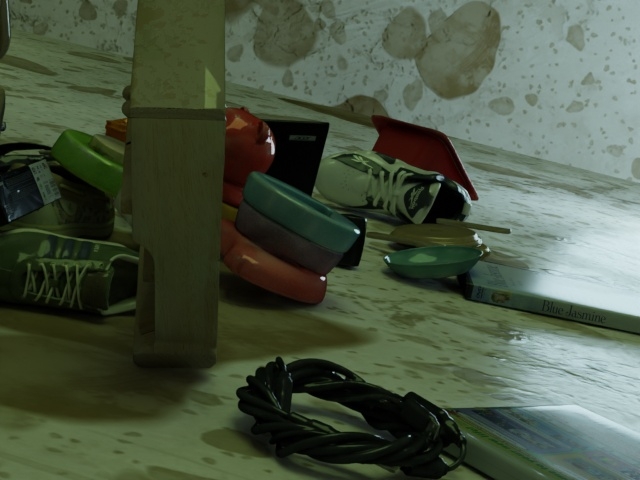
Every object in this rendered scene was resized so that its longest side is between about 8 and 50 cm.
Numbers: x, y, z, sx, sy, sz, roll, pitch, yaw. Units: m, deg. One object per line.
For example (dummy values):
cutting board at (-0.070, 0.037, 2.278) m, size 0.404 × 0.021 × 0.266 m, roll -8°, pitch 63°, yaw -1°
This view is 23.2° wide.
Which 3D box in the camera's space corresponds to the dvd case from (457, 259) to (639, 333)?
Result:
dvd case at (0.292, 0.067, 1.890) m, size 0.253 × 0.022 × 0.180 m, roll 11°, pitch 10°, yaw -1°

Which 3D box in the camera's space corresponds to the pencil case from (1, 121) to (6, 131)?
pencil case at (-0.480, -0.091, 1.585) m, size 0.306 × 0.119 × 0.133 m, roll 10°, pitch -13°, yaw -2°

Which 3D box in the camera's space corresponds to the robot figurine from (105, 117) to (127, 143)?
robot figurine at (-0.161, -0.129, 2.268) m, size 0.291 × 0.085 × 0.211 m, roll 1°, pitch 15°, yaw -45°

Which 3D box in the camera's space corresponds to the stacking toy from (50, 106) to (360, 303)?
stacking toy at (-0.113, -0.072, 1.641) m, size 0.279 × 0.130 × 0.309 m, roll 23°, pitch 9°, yaw -40°

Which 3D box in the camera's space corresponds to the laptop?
laptop at (-0.133, -0.104, 1.941) m, size 0.234 × 0.136 × 0.264 m, roll 2°, pitch 12°, yaw -12°

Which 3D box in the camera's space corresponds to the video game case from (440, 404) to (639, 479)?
video game case at (0.208, 0.174, 1.207) m, size 0.193 × 0.023 × 0.212 m, roll 4°, pitch 14°, yaw -40°

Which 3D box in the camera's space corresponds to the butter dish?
butter dish at (0.135, -0.096, 2.370) m, size 0.160 × 0.118 × 0.160 m, roll 18°, pitch -30°, yaw 41°

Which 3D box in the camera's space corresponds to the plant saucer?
plant saucer at (0.135, 0.027, 1.866) m, size 0.119 × 0.021 × 0.119 m, roll -4°, pitch 10°, yaw 1°

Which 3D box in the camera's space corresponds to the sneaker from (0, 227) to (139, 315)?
sneaker at (-0.219, 0.031, 1.381) m, size 0.192 × 0.064 × 0.086 m, roll 2°, pitch 14°, yaw -44°

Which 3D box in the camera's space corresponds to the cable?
cable at (0.010, 0.134, 1.166) m, size 0.150 × 0.047 × 0.184 m, roll -1°, pitch 18°, yaw -34°

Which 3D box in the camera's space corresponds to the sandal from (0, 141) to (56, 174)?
sandal at (-0.381, -0.093, 1.902) m, size 0.254 × 0.054 × 0.097 m, roll 9°, pitch 11°, yaw -15°

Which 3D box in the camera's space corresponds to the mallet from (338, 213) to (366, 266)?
mallet at (0.000, 0.000, 1.912) m, size 0.039 × 0.062 × 0.189 m, roll 8°, pitch -4°, yaw -26°

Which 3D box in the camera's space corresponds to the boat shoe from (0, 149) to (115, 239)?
boat shoe at (-0.279, -0.051, 1.687) m, size 0.104 × 0.089 × 0.285 m, roll 12°, pitch 10°, yaw 1°

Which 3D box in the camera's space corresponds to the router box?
router box at (-0.329, -0.025, 1.443) m, size 0.133 × 0.046 × 0.179 m, roll -21°, pitch 6°, yaw 8°

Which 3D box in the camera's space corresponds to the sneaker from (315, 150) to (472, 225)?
sneaker at (0.110, -0.069, 2.220) m, size 0.235 × 0.094 × 0.153 m, roll 21°, pitch 0°, yaw -8°

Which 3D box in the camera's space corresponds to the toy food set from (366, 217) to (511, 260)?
toy food set at (0.154, 0.006, 2.052) m, size 0.132 × 0.038 × 0.192 m, roll 10°, pitch 13°, yaw 36°

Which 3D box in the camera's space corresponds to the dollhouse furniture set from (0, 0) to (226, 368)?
dollhouse furniture set at (-0.274, -0.053, 1.229) m, size 0.394 × 0.256 × 0.362 m, roll 1°, pitch 41°, yaw -4°
